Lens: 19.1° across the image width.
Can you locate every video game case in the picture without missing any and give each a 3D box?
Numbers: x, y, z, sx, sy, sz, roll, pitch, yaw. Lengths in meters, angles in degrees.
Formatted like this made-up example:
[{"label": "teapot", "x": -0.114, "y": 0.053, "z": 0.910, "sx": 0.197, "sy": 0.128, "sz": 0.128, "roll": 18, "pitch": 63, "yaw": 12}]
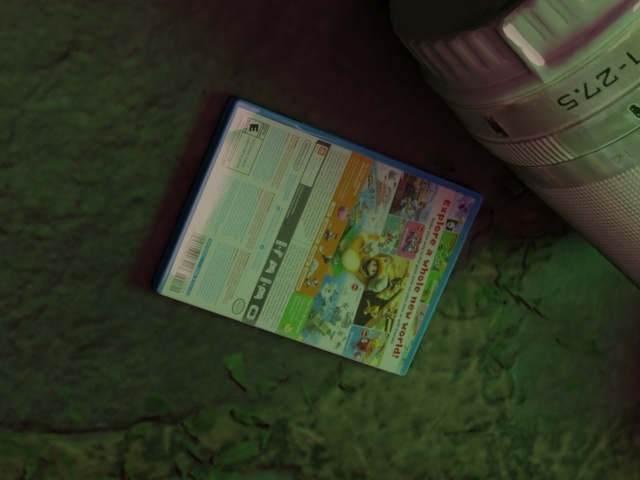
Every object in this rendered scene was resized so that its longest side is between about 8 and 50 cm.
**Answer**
[{"label": "video game case", "x": 0.000, "y": 0.000, "z": 1.093, "sx": 0.166, "sy": 0.015, "sz": 0.119, "roll": 20, "pitch": 97, "yaw": -24}]

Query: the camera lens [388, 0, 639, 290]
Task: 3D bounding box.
[{"label": "camera lens", "x": 0.200, "y": -0.096, "z": 1.025, "sx": 0.274, "sy": 0.219, "sz": 0.219, "roll": 40, "pitch": 89, "yaw": -25}]
